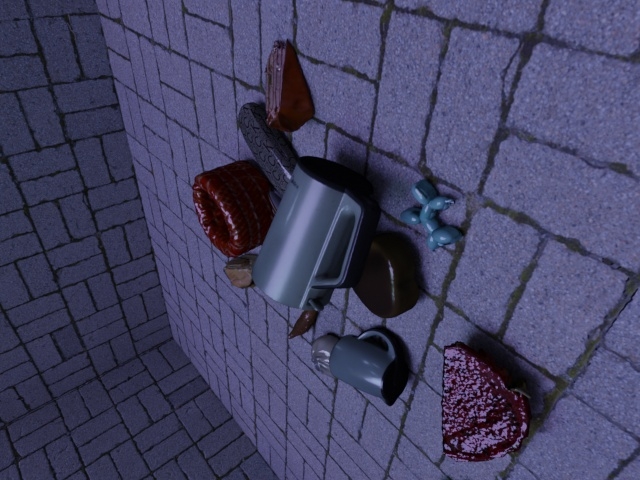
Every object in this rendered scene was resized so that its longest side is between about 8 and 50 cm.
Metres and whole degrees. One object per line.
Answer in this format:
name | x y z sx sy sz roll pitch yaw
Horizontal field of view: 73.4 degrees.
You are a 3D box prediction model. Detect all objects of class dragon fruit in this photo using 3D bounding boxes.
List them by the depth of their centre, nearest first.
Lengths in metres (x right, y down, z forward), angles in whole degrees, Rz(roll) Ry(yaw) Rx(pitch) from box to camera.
dragon fruit | 0.424 0.397 1.080 0.205 0.152 0.316 6 104 32

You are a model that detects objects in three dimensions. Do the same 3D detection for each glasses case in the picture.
glasses case | -0.170 -0.304 1.449 0.354 0.085 0.137 58 148 7

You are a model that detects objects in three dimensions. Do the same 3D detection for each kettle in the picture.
kettle | 0.000 0.000 1.170 0.361 0.250 0.376 54 128 51
kettle | 0.170 0.394 1.411 0.237 0.161 0.221 13 91 49

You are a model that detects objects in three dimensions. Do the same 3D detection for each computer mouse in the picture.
computer mouse | -0.085 -0.049 1.475 0.310 0.072 0.158 47 175 25

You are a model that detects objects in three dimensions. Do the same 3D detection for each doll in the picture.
doll | 0.271 -0.050 1.046 0.159 0.059 0.159 40 138 32

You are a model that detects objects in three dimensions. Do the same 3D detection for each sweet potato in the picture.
sweet potato | -0.057 0.328 1.740 0.072 0.066 0.314 48 141 12

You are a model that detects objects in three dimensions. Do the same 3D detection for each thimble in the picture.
thimble | -0.326 -0.119 1.654 0.350 0.231 0.349 33 137 38

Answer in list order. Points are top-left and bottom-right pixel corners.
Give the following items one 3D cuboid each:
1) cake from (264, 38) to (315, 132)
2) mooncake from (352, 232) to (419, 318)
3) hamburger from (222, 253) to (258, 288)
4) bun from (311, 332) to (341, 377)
cake | -0.096 -0.453 1.265 0.098 0.135 0.287 -13 81 61
mooncake | 0.174 0.094 1.222 0.235 0.117 0.234 37 137 44
hamburger | -0.311 0.137 1.928 0.208 0.135 0.155 -13 118 41
bun | 0.028 0.455 1.660 0.173 0.120 0.172 35 139 37
